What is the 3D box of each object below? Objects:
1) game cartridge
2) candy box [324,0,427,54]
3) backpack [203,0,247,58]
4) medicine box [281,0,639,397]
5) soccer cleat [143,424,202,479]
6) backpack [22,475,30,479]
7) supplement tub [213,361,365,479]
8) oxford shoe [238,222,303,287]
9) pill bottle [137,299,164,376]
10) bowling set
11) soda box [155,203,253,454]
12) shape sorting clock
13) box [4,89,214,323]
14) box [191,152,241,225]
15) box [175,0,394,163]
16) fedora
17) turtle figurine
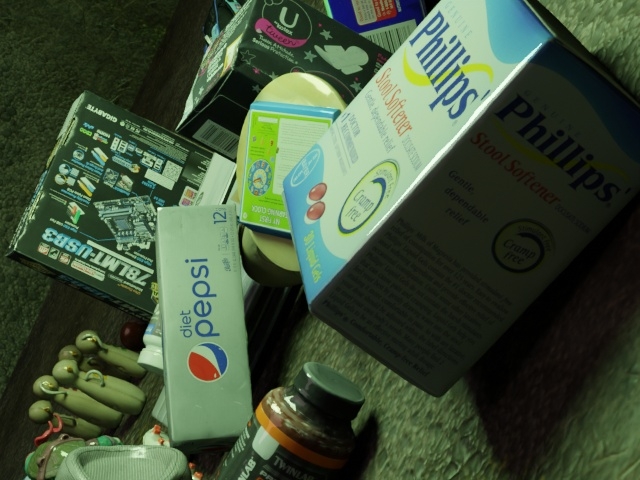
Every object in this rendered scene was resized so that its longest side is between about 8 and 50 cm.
[{"bbox_3d":[-0.106,0.096,1.843,0.355,0.068,0.230,-65,13,-6],"label":"game cartridge"},{"bbox_3d":[0.048,-0.379,1.743,0.122,0.268,0.317,-14,29,6],"label":"candy box"},{"bbox_3d":[-0.115,-0.315,2.324,0.173,0.158,0.117,-100,30,-45],"label":"backpack"},{"bbox_3d":[0.120,-0.063,1.199,0.289,0.149,0.263,-49,21,15],"label":"medicine box"},{"bbox_3d":[-0.200,0.299,1.805,0.076,0.068,0.196,-65,20,6],"label":"soccer cleat"},{"bbox_3d":[-0.436,0.420,2.256,0.114,0.105,0.084,-48,45,39],"label":"backpack"},{"bbox_3d":[-0.035,0.218,1.371,0.198,0.106,0.106,-60,17,13],"label":"supplement tub"},{"bbox_3d":[0.000,0.000,1.545,0.397,0.141,0.146,-37,38,60],"label":"oxford shoe"},{"bbox_3d":[-0.216,0.131,2.070,0.078,0.078,0.137,-21,45,66],"label":"pill bottle"},{"bbox_3d":[-0.379,0.206,2.304,0.287,0.154,0.199,-39,29,52],"label":"bowling set"},{"bbox_3d":[-0.139,0.104,1.649,0.091,0.098,0.286,113,152,-69],"label":"soda box"},{"bbox_3d":[-0.022,-0.070,1.447,0.206,0.040,0.206,-2,87,50],"label":"shape sorting clock"},{"bbox_3d":[-0.308,-0.046,2.228,0.073,0.296,0.293,-23,44,64],"label":"box"},{"bbox_3d":[-0.113,-0.084,2.071,0.169,0.087,0.290,-19,47,66],"label":"box"},{"bbox_3d":[-0.012,-0.154,1.606,0.163,0.247,0.142,-39,28,52],"label":"box"},{"bbox_3d":[-0.211,0.295,1.504,0.275,0.244,0.124,-94,7,-78],"label":"fedora"},{"bbox_3d":[-0.315,0.306,1.787,0.234,0.118,0.175,-4,47,51],"label":"turtle figurine"}]
